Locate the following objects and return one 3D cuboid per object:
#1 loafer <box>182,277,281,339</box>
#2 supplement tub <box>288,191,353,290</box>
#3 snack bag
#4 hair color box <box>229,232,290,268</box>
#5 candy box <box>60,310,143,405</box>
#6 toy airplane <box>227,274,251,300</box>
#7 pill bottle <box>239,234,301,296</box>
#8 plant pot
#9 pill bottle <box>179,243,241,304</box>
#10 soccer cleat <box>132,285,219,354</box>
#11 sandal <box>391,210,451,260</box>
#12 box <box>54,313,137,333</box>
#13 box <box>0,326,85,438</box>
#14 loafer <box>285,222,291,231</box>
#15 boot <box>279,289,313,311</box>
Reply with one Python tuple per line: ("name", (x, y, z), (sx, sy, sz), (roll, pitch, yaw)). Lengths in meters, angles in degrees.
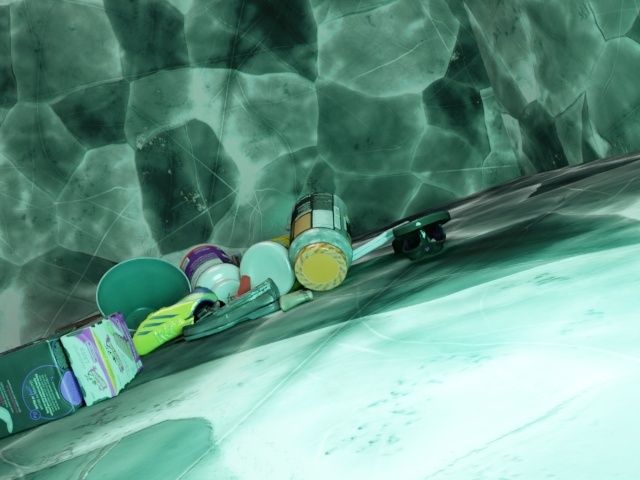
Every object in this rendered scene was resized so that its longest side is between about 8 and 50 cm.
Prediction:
("loafer", (-0.256, 0.194, 1.623), (0.302, 0.095, 0.109), (-20, 2, -1))
("supplement tub", (0.000, 0.000, 1.749), (0.193, 0.194, 0.316), (-19, 31, 12))
("snack bag", (0.127, 0.042, 1.932), (0.342, 0.037, 0.323), (-32, -3, 24))
("hair color box", (-0.136, 0.078, 2.160), (0.374, 0.185, 0.113), (-21, 2, -34))
("candy box", (-0.490, 0.259, 1.299), (0.071, 0.159, 0.233), (-21, 3, -2))
("toy airplane", (-0.201, 0.172, 1.682), (0.151, 0.151, 0.028), (-20, 33, -4))
("pill bottle", (-0.118, 0.079, 1.918), (0.187, 0.188, 0.334), (-19, 0, 20))
("plant pot", (-0.577, 0.228, 1.877), (0.290, 0.290, 0.195), (-21, -33, -30))
("pill bottle", (-0.356, 0.139, 1.931), (0.181, 0.182, 0.323), (-20, 26, -21))
("soccer cleat", (-0.426, 0.245, 1.681), (0.289, 0.093, 0.121), (-37, 45, -18))
("sandal", (0.304, 0.001, 1.687), (0.167, 0.107, 0.446), (-21, -10, 3))
("box", (-0.869, 0.362, 2.260), (0.381, 0.143, 0.191), (-15, 5, 41))
("box", (-0.651, 0.316, 1.227), (0.270, 0.165, 0.143), (-19, 3, 0))
("loafer", (-0.080, -0.059, 2.251), (0.125, 0.039, 0.045), (-24, 32, 21))
("boot", (-0.064, 0.161, 1.558), (0.087, 0.042, 0.118), (-12, 10, 2))
